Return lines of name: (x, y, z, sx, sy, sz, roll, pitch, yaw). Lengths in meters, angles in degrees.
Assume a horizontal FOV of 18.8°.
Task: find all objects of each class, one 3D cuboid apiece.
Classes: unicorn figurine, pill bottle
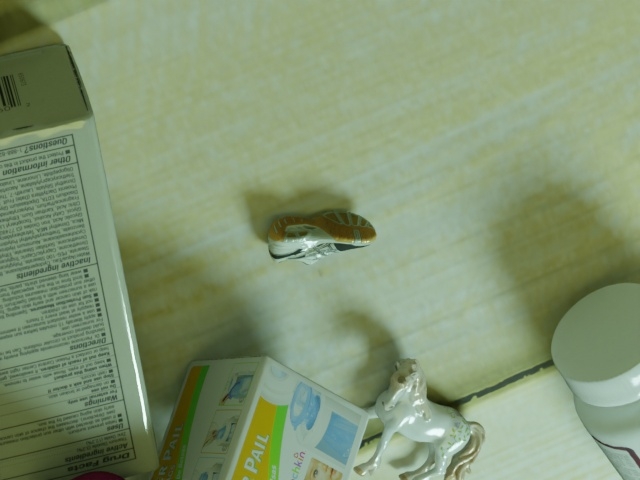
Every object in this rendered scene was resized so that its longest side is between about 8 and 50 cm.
unicorn figurine: (0.073, 0.150, 1.577, 0.162, 0.060, 0.111, 19, 116, -45)
pill bottle: (0.282, 0.141, 1.591, 0.121, 0.121, 0.221, -33, 126, 6)

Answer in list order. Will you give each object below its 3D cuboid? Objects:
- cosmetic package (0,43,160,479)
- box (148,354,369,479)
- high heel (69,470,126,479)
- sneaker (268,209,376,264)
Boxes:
cosmetic package: (-0.219, 0.033, 1.367, 0.160, 0.113, 0.309, -12, 126, -10)
box: (-0.062, 0.202, 1.468, 0.114, 0.103, 0.203, 31, 67, -32)
high heel: (-0.229, 0.244, 1.392, 0.244, 0.082, 0.117, -28, 166, 12)
sneaker: (0.000, 0.000, 1.469, 0.083, 0.032, 0.037, 0, 136, -11)
